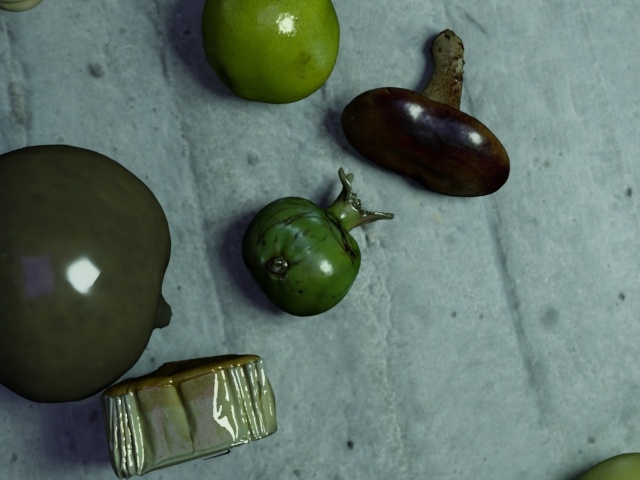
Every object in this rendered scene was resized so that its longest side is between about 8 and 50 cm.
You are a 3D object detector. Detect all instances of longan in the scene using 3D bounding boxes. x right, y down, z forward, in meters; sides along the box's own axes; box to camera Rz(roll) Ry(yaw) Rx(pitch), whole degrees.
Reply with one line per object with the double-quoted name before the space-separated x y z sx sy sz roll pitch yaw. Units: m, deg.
"longan" -0.289 0.036 0.865 0.300 0.243 0.301 2 87 -43

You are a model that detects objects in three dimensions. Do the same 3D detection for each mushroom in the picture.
"mushroom" 0.164 -0.181 0.991 0.226 0.148 0.218 29 67 -6

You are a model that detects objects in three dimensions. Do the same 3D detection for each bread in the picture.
"bread" -0.148 0.193 0.874 0.192 0.210 0.110 -13 81 -6

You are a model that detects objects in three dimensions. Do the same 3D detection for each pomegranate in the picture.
"pomegranate" 0.000 0.000 0.947 0.191 0.131 0.152 -37 85 -15

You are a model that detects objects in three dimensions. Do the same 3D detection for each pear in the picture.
"pear" -0.044 -0.276 0.950 0.216 0.166 0.180 -46 129 -11

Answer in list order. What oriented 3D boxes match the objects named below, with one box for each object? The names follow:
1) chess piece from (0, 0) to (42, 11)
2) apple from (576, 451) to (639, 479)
"chess piece" -0.401 -0.360 0.931 0.094 0.170 0.094 0 83 -2
"apple" 0.383 0.355 0.914 0.199 0.200 0.200 0 84 -4
